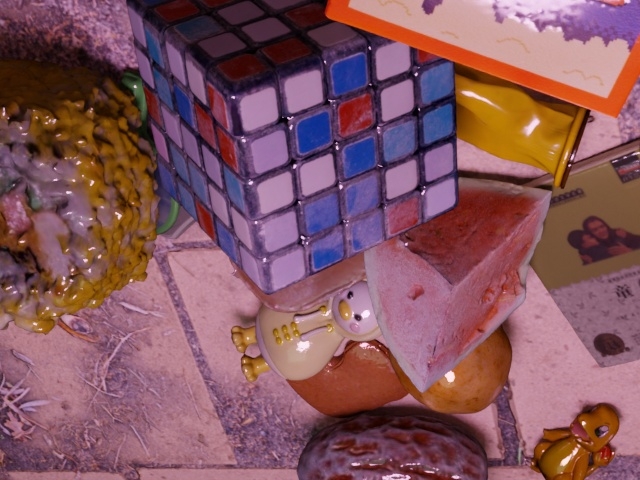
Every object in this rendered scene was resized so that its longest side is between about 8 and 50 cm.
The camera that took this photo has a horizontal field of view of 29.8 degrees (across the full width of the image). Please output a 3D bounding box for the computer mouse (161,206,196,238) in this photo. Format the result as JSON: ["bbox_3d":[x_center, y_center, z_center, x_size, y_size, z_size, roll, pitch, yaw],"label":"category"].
[{"bbox_3d":[-0.206,-0.062,1.783,0.089,0.056,0.181,52,133,2],"label":"computer mouse"}]

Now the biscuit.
[{"bbox_3d":[0.032,0.211,1.955,0.192,0.036,0.186,-24,117,30],"label":"biscuit"}]

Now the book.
[{"bbox_3d":[0.423,0.035,1.696,0.239,0.035,0.352,-21,120,33],"label":"book"}]

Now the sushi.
[{"bbox_3d":[-0.423,-0.062,1.663,0.396,0.240,0.352,10,113,18],"label":"sushi"}]

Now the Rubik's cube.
[{"bbox_3d":[-0.030,-0.161,1.434,0.293,0.292,0.287,-23,130,-20],"label":"Rubik's cube"}]

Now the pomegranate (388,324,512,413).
[{"bbox_3d":[0.200,0.165,1.786,0.196,0.196,0.196,8,130,10],"label":"pomegranate"}]

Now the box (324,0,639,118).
[{"bbox_3d":[0.214,-0.361,1.225,0.318,0.349,0.257,19,131,2],"label":"box"}]

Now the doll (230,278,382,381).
[{"bbox_3d":[-0.001,0.125,1.838,0.296,0.117,0.141,-27,72,30],"label":"doll"}]

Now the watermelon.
[{"bbox_3d":[0.189,0.034,1.644,0.256,0.260,0.176,62,156,-11],"label":"watermelon"}]

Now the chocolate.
[{"bbox_3d":[0.001,-0.001,1.757,0.261,0.083,0.161,-25,121,19],"label":"chocolate"}]

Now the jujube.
[{"bbox_3d":[0.115,0.392,1.962,0.307,0.215,0.246,6,158,4],"label":"jujube"}]

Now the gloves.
[{"bbox_3d":[0.194,-0.167,1.562,0.294,0.116,0.133,20,126,10],"label":"gloves"}]

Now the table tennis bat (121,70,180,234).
[{"bbox_3d":[-0.267,-0.122,1.741,0.160,0.039,0.257,22,125,27],"label":"table tennis bat"}]

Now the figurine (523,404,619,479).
[{"bbox_3d":[0.422,0.332,1.916,0.122,0.121,0.176,11,127,-30],"label":"figurine"}]
